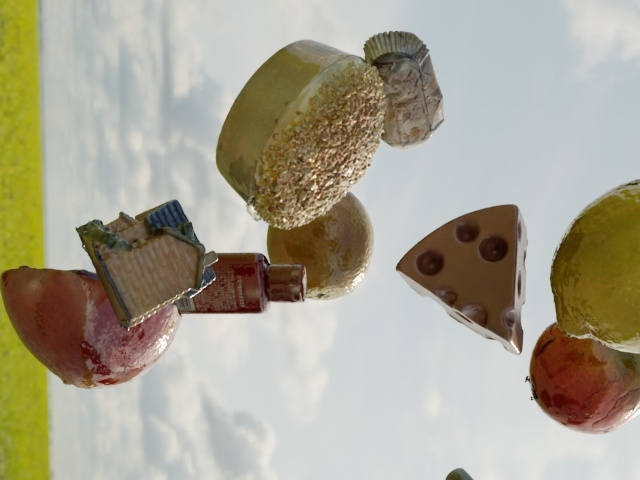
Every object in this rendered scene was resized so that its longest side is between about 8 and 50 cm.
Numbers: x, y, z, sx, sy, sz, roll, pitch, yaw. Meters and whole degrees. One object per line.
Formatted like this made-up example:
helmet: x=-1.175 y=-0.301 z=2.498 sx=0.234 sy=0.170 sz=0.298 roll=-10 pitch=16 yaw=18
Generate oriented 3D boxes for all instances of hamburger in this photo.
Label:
hamburger: x=-0.020 y=-0.159 z=1.743 sx=0.170 sy=0.302 sz=0.302 roll=38 pitch=-34 yaw=16

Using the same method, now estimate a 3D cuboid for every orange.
orange: x=0.000 y=0.000 z=2.262 sx=0.236 sy=0.236 sz=0.236 roll=179 pitch=-90 yaw=-77

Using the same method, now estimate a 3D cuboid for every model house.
model house: x=-0.235 y=0.024 z=1.664 sx=0.166 sy=0.172 sz=0.183 roll=68 pitch=-14 yaw=-9

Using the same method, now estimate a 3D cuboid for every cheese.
cheese: x=0.207 y=0.058 z=1.701 sx=0.128 sy=0.177 sz=0.203 roll=41 pitch=52 yaw=-67

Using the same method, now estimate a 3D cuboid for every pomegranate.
pomegranate: x=0.461 y=0.214 z=1.943 sx=0.210 sy=0.235 sz=0.210 roll=48 pitch=7 yaw=-8

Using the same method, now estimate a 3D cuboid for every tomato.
tomato: x=-0.383 y=0.153 z=1.880 sx=0.309 sy=0.309 sz=0.170 roll=138 pitch=-40 yaw=-73

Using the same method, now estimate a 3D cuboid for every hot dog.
hot dog: x=0.135 y=-0.249 z=1.923 sx=0.253 sy=0.131 sz=0.069 roll=72 pitch=10 yaw=-51

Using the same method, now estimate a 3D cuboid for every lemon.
lemon: x=0.440 y=0.030 z=1.529 sx=0.236 sy=0.263 sz=0.236 roll=167 pitch=-90 yaw=-77

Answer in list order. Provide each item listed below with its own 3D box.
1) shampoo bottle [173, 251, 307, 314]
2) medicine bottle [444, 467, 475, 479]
shampoo bottle: x=-0.183 y=0.076 z=2.053 sx=0.076 sy=0.314 sz=0.118 roll=-63 pitch=149 yaw=-68
medicine bottle: x=0.341 y=0.567 z=2.470 sx=0.199 sy=0.057 sz=0.058 roll=46 pitch=-42 yaw=49
